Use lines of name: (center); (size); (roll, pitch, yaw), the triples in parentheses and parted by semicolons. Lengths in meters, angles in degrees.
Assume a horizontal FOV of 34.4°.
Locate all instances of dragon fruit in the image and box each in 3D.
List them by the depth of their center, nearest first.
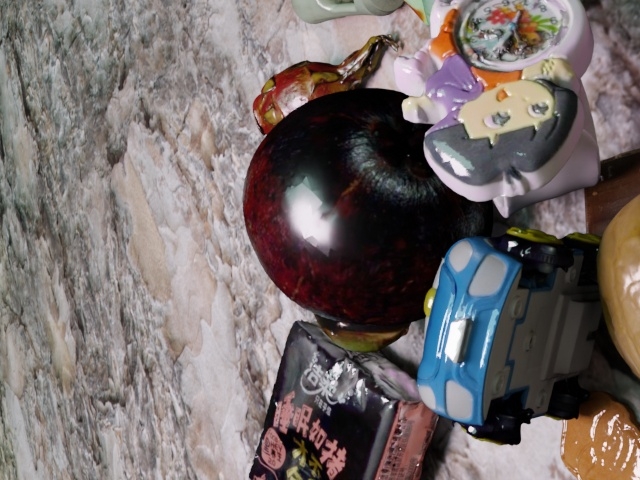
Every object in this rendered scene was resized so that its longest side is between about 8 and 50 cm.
dragon fruit: (0.008, -0.217, 1.461); (0.246, 0.125, 0.125); (-34, 86, 23)

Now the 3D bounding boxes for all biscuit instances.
biscuit: (0.293, 0.215, 1.061); (0.102, 0.019, 0.130); (-60, 40, 26)

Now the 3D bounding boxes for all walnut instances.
walnut: (0.329, 0.048, 0.913); (0.167, 0.167, 0.207); (-27, 71, 49)

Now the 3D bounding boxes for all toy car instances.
toy car: (0.175, 0.077, 1.009); (0.166, 0.314, 0.198); (15, 98, 32)

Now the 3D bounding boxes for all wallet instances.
wallet: (0.338, -0.050, 1.039); (0.176, 0.026, 0.095); (-19, 70, 57)

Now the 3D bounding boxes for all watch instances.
watch: (0.186, -0.117, 1.045); (0.196, 0.231, 0.244); (-17, 60, 4)

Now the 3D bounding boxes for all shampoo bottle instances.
shampoo bottle: (0.056, -0.366, 1.433); (0.234, 0.087, 0.118); (11, 90, 54)

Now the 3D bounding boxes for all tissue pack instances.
tissue pack: (0.024, 0.290, 1.341); (0.245, 0.123, 0.332); (34, 114, 45)

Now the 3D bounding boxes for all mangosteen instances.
mangosteen: (0.046, -0.030, 1.225); (0.300, 0.300, 0.300); (-13, 73, 53)

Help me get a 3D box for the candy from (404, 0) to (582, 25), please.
candy: (0.125, -0.348, 1.186); (0.398, 0.263, 0.172); (41, 126, 49)
